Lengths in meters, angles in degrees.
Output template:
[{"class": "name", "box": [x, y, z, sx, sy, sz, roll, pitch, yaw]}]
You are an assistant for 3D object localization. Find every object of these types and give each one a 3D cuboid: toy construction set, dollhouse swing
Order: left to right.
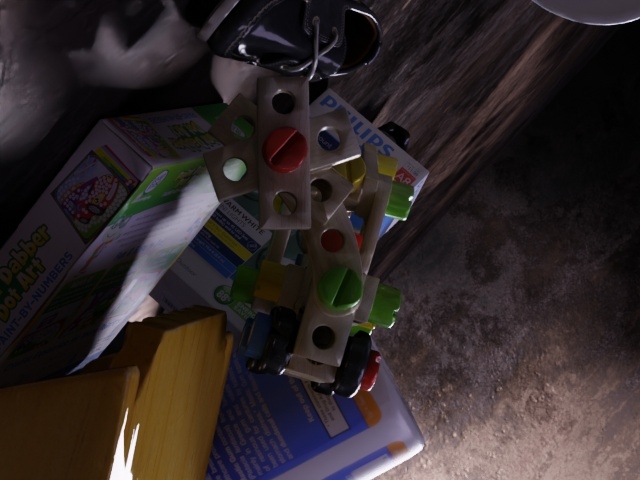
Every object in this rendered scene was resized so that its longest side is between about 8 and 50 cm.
[{"class": "dollhouse swing", "box": [-0.262, 0.177, 1.133, 0.347, 0.305, 0.315, -6, 108, -82]}, {"class": "toy construction set", "box": [0.000, 0.000, 1.180, 0.328, 0.151, 0.215, 53, 53, -79]}]

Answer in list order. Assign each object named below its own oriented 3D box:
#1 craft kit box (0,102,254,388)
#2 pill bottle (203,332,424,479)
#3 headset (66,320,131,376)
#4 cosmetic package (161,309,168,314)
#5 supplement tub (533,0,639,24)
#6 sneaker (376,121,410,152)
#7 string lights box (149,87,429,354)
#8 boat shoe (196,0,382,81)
[{"class": "craft kit box", "box": [-0.165, 0.011, 1.174, 0.246, 0.061, 0.250, -47, 173, 16]}, {"class": "pill bottle", "box": [-0.062, 0.174, 1.362, 0.272, 0.152, 0.152, -28, 173, 1]}, {"class": "headset", "box": [-0.204, 0.212, 1.487, 0.243, 0.185, 0.394, -47, 161, -3]}, {"class": "cosmetic package", "box": [-0.122, 0.065, 1.681, 0.041, 0.060, 0.115, -42, 172, -46]}, {"class": "supplement tub", "box": [0.284, -0.327, 1.305, 0.316, 0.228, 0.228, -41, 170, -41]}, {"class": "sneaker", "box": [0.040, -0.078, 1.821, 0.106, 0.078, 0.234, -57, 172, 32]}, {"class": "string lights box", "box": [-0.033, -0.012, 1.493, 0.259, 0.133, 0.077, -44, 169, -29]}, {"class": "boat shoe", "box": [-0.014, -0.150, 1.106, 0.084, 0.079, 0.233, -48, 171, 17]}]
